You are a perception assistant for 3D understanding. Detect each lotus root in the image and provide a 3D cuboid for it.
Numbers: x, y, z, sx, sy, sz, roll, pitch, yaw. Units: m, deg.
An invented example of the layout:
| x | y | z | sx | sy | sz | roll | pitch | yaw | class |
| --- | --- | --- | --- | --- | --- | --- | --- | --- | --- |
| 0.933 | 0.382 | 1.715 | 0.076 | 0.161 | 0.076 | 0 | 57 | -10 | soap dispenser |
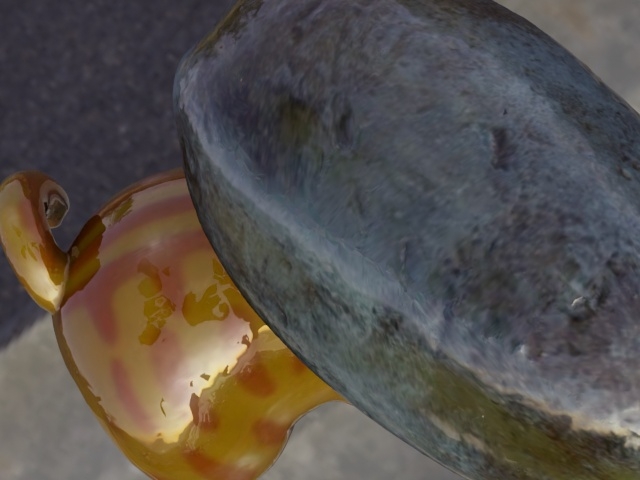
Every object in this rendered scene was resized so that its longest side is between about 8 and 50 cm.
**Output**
| x | y | z | sx | sy | sz | roll | pitch | yaw | class |
| --- | --- | --- | --- | --- | --- | --- | --- | --- | --- |
| 0.071 | 0.014 | 0.653 | 0.322 | 0.140 | 0.158 | 40 | 118 | 27 | lotus root |

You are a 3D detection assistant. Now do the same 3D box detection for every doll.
| x | y | z | sx | sy | sz | roll | pitch | yaw | class |
| --- | --- | --- | --- | --- | --- | --- | --- | --- | --- |
| -0.004 | 0.015 | 0.870 | 0.270 | 0.162 | 0.166 | -20 | 45 | 4 | doll |
